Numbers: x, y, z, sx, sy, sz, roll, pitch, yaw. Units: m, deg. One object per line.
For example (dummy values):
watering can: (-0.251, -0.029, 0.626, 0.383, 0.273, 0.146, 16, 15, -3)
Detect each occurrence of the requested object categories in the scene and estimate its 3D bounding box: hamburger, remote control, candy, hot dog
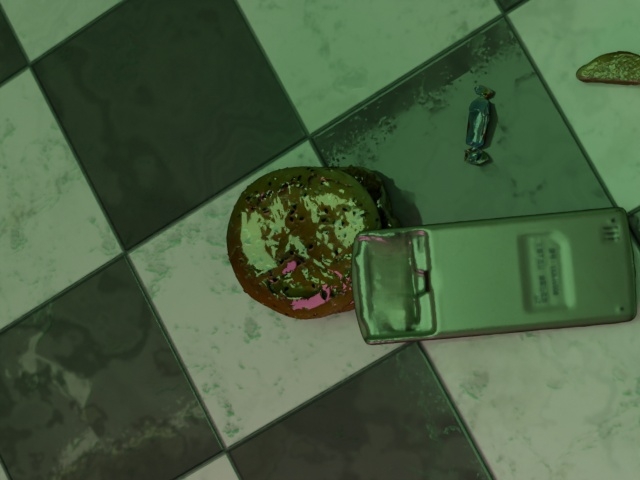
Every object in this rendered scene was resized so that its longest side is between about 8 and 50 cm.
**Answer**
hamburger: (0.000, 0.000, 1.922, 0.185, 0.113, 0.177, 27, 95, 19)
remote control: (0.174, 0.037, 1.852, 0.285, 0.038, 0.123, -7, 89, 1)
candy: (0.168, -0.120, 1.918, 0.030, 0.020, 0.083, 10, 88, 19)
hot dog: (0.306, -0.176, 1.869, 0.090, 0.030, 0.034, 6, 88, 19)
